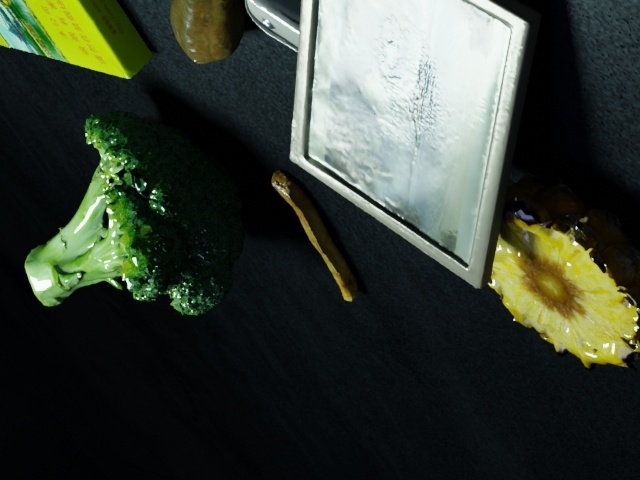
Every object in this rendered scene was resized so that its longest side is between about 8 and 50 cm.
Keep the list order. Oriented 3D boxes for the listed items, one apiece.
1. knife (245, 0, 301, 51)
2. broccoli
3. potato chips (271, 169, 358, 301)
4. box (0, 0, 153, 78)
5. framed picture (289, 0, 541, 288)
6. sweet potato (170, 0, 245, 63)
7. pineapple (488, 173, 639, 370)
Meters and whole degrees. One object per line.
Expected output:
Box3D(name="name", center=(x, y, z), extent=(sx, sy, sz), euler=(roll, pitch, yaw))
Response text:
Box3D(name="knife", center=(0.041, -0.150, 1.573), extent=(0.266, 0.040, 0.073), euler=(35, 160, 14))
Box3D(name="broccoli", center=(-0.214, -0.010, 2.032), extent=(0.269, 0.269, 0.254), euler=(78, 176, -58))
Box3D(name="potato chips", center=(0.000, 0.000, 1.979), extent=(0.037, 0.026, 0.204), euler=(24, 155, 46))
Box3D(name="box", center=(-0.341, -0.286, 1.970), extent=(0.335, 0.047, 0.187), euler=(20, 152, 46))
Box3D(name="framed picture", center=(0.070, -0.124, 1.486), extent=(0.232, 0.024, 0.315), euler=(35, 145, 25))
Box3D(name="sweet potato", center=(-0.115, -0.243, 1.637), extent=(0.081, 0.062, 0.233), euler=(32, 155, 26))
Box3D(name="pineapple", center=(0.219, 0.022, 1.558), extent=(0.225, 0.076, 0.225), euler=(34, 155, 18))
